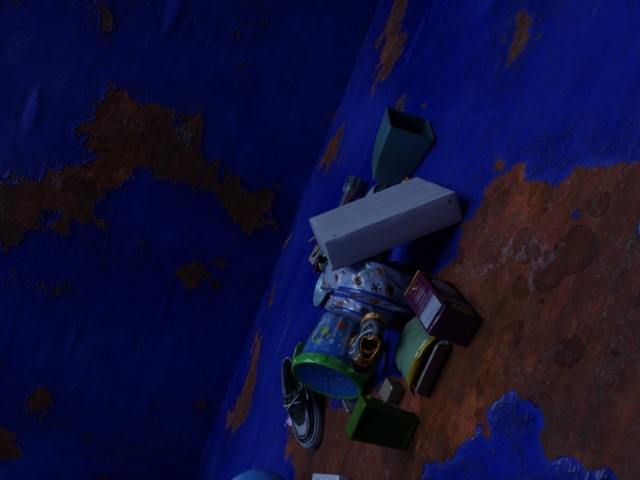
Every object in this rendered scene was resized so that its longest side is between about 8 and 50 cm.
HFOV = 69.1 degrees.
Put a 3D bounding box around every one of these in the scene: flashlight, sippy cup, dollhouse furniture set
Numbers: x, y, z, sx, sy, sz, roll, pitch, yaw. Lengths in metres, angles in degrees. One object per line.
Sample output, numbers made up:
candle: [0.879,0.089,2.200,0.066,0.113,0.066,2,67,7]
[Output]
flashlight: [0.130,-0.143,2.128,0.103,0.103,0.303,9,72,49]
sippy cup: [0.052,0.351,1.484,0.240,0.306,0.224,84,-157,-48]
dollhouse furniture set: [0.172,0.330,1.168,0.197,0.152,0.301,-134,65,-75]

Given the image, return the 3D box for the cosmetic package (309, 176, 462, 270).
cosmetic package: [0.173,-0.061,1.353,0.284,0.378,0.097,-120,9,-74]

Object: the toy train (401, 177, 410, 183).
toy train: [0.290,-0.132,1.610,0.125,0.046,0.166,-98,28,-60]

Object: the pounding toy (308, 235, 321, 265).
pounding toy: [0.000,0.000,2.272,0.154,0.155,0.269,-102,35,-57]

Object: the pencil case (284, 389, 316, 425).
pencil case: [-0.070,0.621,1.797,0.086,0.088,0.205,139,148,-62]

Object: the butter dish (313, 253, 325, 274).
butter dish: [0.066,0.090,2.007,0.160,0.118,0.159,-22,-40,-50]

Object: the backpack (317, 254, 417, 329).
backpack: [0.148,0.142,1.345,0.263,0.277,0.212,-21,56,62]

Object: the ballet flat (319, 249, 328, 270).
ballet flat: [0.043,0.033,1.787,0.070,0.070,0.188,-51,19,51]

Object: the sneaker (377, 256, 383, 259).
sneaker: [0.137,0.152,1.561,0.086,0.132,0.228,70,-150,-61]

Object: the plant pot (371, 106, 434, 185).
plant pot: [0.278,-0.329,1.701,0.165,0.166,0.234,-87,16,-51]

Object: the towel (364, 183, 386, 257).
towel: [0.139,-0.007,1.807,0.320,0.090,0.374,-49,17,41]

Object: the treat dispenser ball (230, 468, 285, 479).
treat dispenser ball: [-0.208,0.899,1.501,0.288,0.289,0.287,-159,90,-76]

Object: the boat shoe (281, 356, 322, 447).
boat shoe: [-0.089,0.583,1.692,0.121,0.119,0.335,-36,45,17]

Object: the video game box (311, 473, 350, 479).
video game box: [0.015,0.779,1.339,0.205,0.048,0.186,133,156,-58]

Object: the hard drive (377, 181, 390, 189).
hard drive: [0.266,-0.256,1.912,0.094,0.022,0.135,-37,35,62]

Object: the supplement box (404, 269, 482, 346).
supplement box: [0.283,0.156,1.096,0.188,0.104,0.080,-108,41,-68]

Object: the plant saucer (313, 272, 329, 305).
plant saucer: [0.023,0.213,2.130,0.195,0.038,0.194,-160,90,-75]

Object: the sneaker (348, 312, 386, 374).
sneaker: [0.122,0.295,1.255,0.083,0.084,0.214,-78,-3,-56]
